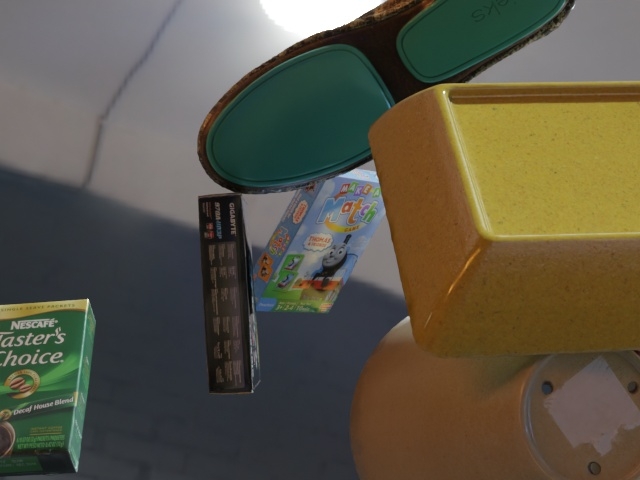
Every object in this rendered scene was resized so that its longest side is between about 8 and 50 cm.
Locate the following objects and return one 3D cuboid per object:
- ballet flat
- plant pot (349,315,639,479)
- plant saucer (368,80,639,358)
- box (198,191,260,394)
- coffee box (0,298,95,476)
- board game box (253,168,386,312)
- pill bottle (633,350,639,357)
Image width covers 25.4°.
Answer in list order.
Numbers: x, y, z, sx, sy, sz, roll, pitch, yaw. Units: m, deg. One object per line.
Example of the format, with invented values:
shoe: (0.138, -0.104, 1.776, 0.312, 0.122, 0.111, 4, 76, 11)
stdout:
ballet flat: (0.078, -0.206, 1.669, 0.483, 0.182, 0.164, -31, -78, 4)
plant pot: (0.183, 0.158, 1.248, 0.257, 0.256, 0.274, 13, -13, -11)
plant saucer: (0.225, -0.043, 1.221, 0.333, 0.333, 0.081, -2, -52, -6)
box: (-0.102, 0.060, 1.607, 0.051, 0.220, 0.175, -4, -3, 0)
coffee box: (-0.278, 0.138, 1.346, 0.113, 0.184, 0.040, -3, -43, 4)
board game box: (0.000, 0.000, 1.873, 0.160, 0.039, 0.211, 5, -61, -51)
pill bottle: (0.387, 0.099, 1.484, 0.224, 0.224, 0.392, 8, -56, -2)
